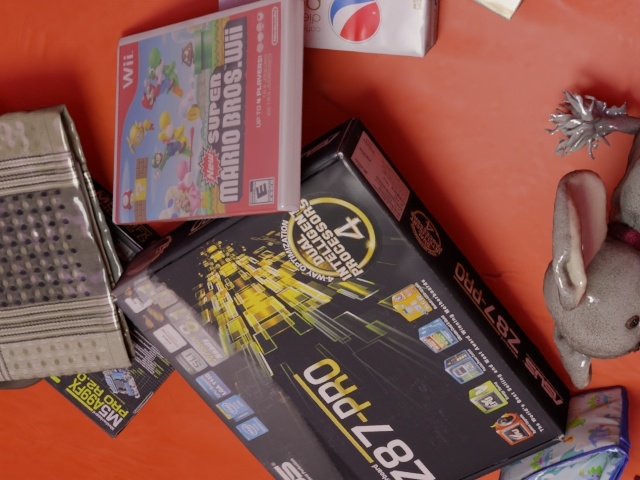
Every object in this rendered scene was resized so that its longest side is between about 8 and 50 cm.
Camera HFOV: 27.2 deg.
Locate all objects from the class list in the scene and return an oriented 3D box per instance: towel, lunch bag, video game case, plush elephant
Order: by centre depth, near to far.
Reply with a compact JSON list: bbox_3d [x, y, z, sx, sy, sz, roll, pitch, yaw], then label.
[{"bbox_3d":[0.318,0.016,1.214,0.330,0.272,0.255,20,76,26],"label":"plush elephant"},{"bbox_3d":[-0.119,-0.123,1.323,0.285,0.025,0.204,-3,84,48],"label":"video game case"},{"bbox_3d":[0.268,0.231,1.401,0.096,0.129,0.151,41,116,-8],"label":"lunch bag"},{"bbox_3d":[-0.377,0.017,1.471,0.324,0.056,0.312,-7,108,16],"label":"towel"}]

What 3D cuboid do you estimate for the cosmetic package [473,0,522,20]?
[{"bbox_3d":[0.148,-0.262,1.279,0.115,0.060,0.041,31,118,5],"label":"cosmetic package"}]

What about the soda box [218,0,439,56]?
[{"bbox_3d":[0.009,-0.234,1.328,0.216,0.069,0.074,7,113,15],"label":"soda box"}]

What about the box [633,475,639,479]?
[{"bbox_3d":[0.310,0.406,1.367,0.057,0.293,0.201,16,116,13],"label":"box"}]

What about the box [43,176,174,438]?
[{"bbox_3d":[-0.271,0.064,1.530,0.270,0.060,0.216,40,111,-1],"label":"box"}]

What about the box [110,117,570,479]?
[{"bbox_3d":[0.024,0.107,1.396,0.318,0.097,0.395,-29,110,29],"label":"box"}]

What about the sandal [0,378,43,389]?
[{"bbox_3d":[-0.431,0.151,1.625,0.219,0.060,0.090,-2,111,12],"label":"sandal"}]
